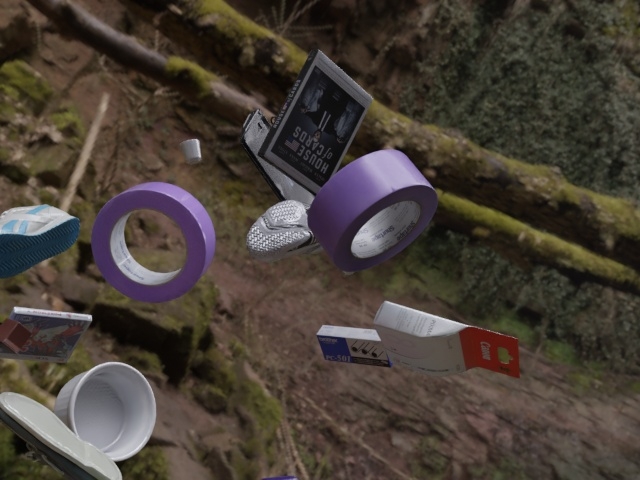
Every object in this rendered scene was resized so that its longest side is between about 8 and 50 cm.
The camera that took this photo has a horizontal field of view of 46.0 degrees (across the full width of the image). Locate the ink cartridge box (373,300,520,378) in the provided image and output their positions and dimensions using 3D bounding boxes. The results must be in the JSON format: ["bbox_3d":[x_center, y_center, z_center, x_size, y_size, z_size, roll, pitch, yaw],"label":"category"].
[{"bbox_3d":[0.219,0.192,1.302,0.232,0.066,0.189,19,-23,25],"label":"ink cartridge box"}]

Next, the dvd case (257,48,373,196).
[{"bbox_3d":[-0.006,-0.229,1.504,0.179,0.238,0.030,33,-11,-40],"label":"dvd case"}]

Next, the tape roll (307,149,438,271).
[{"bbox_3d":[0.080,-0.043,1.151,0.080,0.189,0.189,56,-3,28],"label":"tape roll"}]

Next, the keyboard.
[{"bbox_3d":[-0.077,-0.171,1.762,0.033,0.201,0.317,-12,-53,32],"label":"keyboard"}]

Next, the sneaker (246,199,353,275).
[{"bbox_3d":[0.000,0.000,1.695,0.137,0.366,0.210,38,-36,36],"label":"sneaker"}]

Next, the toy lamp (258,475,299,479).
[{"bbox_3d":[-0.159,0.463,1.266,0.080,0.275,0.080,37,-48,55],"label":"toy lamp"}]

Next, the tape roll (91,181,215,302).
[{"bbox_3d":[-0.391,0.005,1.774,0.275,0.274,0.090,33,18,-3],"label":"tape roll"}]

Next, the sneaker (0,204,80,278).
[{"bbox_3d":[-0.524,-0.003,1.285,0.092,0.087,0.229,25,24,21],"label":"sneaker"}]

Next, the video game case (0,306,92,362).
[{"bbox_3d":[-0.681,0.235,1.843,0.184,0.023,0.201,11,-45,-33],"label":"video game case"}]

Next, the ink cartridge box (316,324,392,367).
[{"bbox_3d":[0.098,0.291,2.080,0.207,0.046,0.097,2,-55,31],"label":"ink cartridge box"}]

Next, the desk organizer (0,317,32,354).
[{"bbox_3d":[-0.644,0.183,1.516,0.130,0.050,0.047,9,-34,35],"label":"desk organizer"}]

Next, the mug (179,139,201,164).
[{"bbox_3d":[-0.389,-0.264,2.288,0.078,0.062,0.064,72,2,-82],"label":"mug"}]

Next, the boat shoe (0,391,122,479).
[{"bbox_3d":[-0.556,0.436,1.553,0.319,0.099,0.116,47,1,-25],"label":"boat shoe"}]

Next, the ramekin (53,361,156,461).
[{"bbox_3d":[-0.626,0.495,2.167,0.135,0.277,0.277,-17,-46,40],"label":"ramekin"}]
